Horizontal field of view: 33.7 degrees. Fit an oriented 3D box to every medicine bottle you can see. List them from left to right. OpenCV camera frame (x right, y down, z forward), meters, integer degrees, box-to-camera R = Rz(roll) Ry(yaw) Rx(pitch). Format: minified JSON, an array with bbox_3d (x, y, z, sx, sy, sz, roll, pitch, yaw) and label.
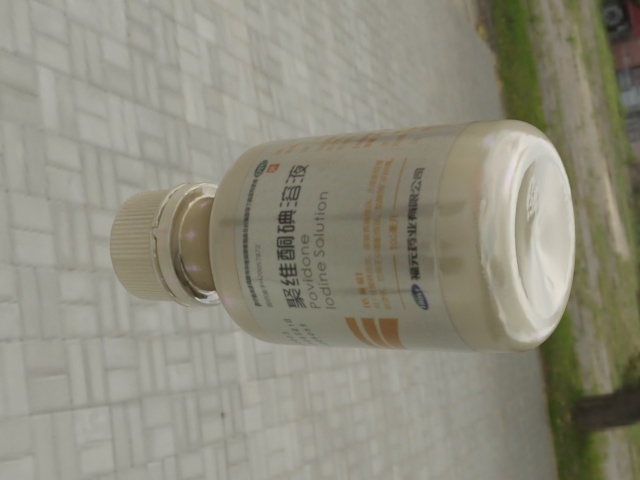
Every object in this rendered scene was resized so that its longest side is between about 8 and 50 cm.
[{"bbox_3d":[0.000,0.000,0.565,0.114,0.252,0.114,2,88,-57],"label":"medicine bottle"}]
